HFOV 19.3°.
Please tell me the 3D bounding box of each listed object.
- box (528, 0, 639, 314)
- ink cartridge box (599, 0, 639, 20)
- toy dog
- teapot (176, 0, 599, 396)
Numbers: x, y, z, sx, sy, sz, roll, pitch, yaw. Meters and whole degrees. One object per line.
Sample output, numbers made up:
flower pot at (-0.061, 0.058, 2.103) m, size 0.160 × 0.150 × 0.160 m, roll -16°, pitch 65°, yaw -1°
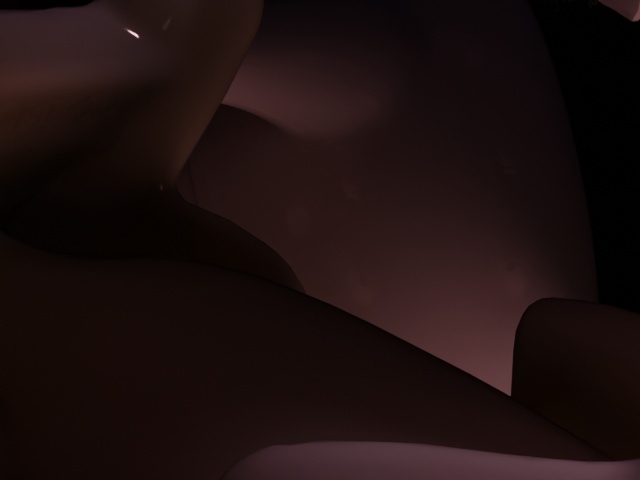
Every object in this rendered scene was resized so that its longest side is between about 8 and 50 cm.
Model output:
box at (0.197, -0.083, 0.674) m, size 0.179 × 0.312 × 0.343 m, roll -11°, pitch -174°, yaw -11°
ink cartridge box at (0.051, -0.161, 0.403) m, size 0.082 × 0.140 × 0.190 m, roll -49°, pitch 163°, yaw -31°
toy dog at (-0.010, 0.152, 0.487) m, size 0.395 × 0.408 × 0.284 m, roll -52°, pitch 167°, yaw 7°
teapot at (0.000, 0.000, 0.800) m, size 0.187 × 0.256 × 0.252 m, roll -12°, pitch -169°, yaw -5°
